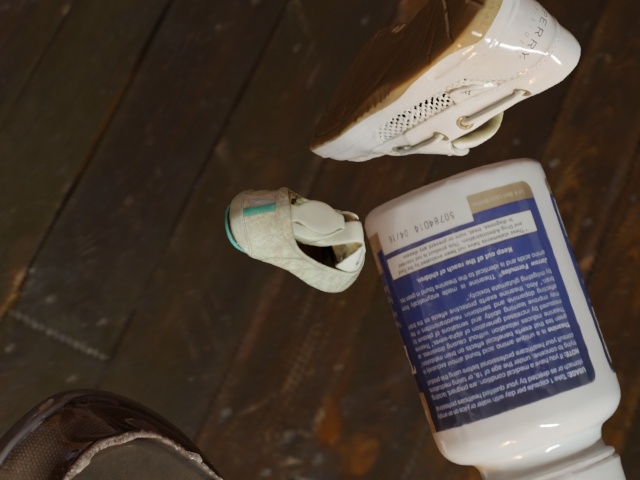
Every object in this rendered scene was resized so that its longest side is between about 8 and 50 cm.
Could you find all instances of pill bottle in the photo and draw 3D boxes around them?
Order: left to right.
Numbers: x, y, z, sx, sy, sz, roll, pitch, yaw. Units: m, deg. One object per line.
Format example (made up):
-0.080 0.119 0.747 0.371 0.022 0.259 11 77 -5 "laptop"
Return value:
0.064 0.037 0.537 0.067 0.067 0.120 -15 83 -28 "pill bottle"

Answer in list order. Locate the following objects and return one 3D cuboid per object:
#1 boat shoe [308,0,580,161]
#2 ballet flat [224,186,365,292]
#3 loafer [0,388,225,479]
0.077 -0.094 1.045 0.096 0.277 0.098 29 72 -15 "boat shoe"
0.000 0.000 1.002 0.168 0.052 0.057 15 63 -62 "ballet flat"
-0.051 0.210 0.886 0.134 0.130 0.366 -55 132 -14 "loafer"
